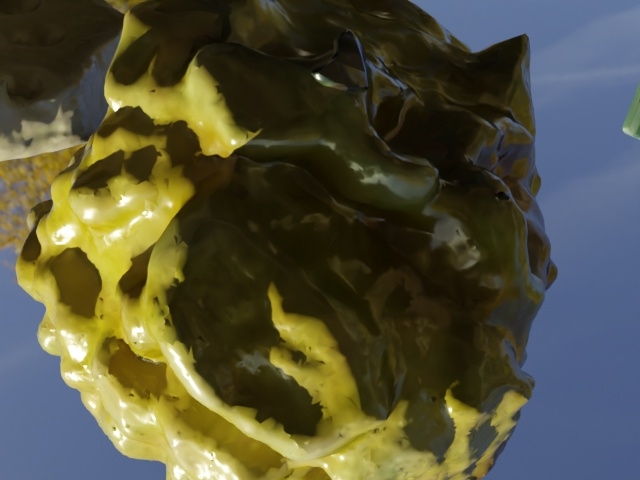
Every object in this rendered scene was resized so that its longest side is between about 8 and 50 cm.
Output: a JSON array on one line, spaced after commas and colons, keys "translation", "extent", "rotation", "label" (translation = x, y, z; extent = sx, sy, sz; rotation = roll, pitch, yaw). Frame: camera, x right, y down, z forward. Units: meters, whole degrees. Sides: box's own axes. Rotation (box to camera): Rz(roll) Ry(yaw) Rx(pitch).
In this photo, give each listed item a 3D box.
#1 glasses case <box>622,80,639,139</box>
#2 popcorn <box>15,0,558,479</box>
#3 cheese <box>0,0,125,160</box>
[{"translation": [0.488, -0.225, 1.433], "extent": [0.077, 0.184, 0.039], "rotation": [12, -165, -23], "label": "glasses case"}, {"translation": [-0.002, -0.008, 0.435], "extent": [0.249, 0.225, 0.249], "rotation": [9, -139, -8], "label": "popcorn"}, {"translation": [-0.356, -0.195, 1.155], "extent": [0.326, 0.115, 0.318], "rotation": [-12, -145, -24], "label": "cheese"}]
